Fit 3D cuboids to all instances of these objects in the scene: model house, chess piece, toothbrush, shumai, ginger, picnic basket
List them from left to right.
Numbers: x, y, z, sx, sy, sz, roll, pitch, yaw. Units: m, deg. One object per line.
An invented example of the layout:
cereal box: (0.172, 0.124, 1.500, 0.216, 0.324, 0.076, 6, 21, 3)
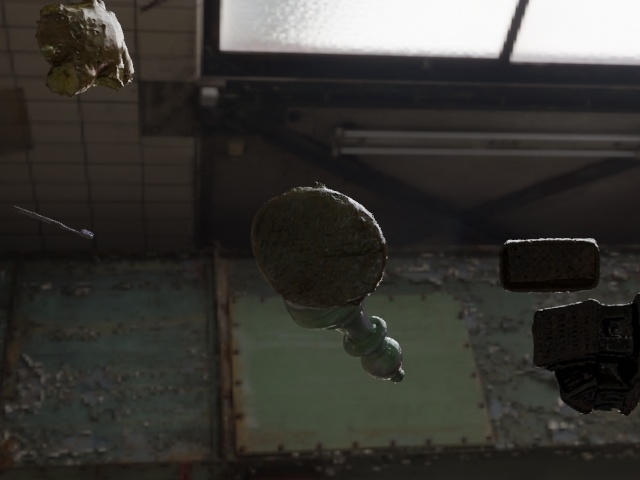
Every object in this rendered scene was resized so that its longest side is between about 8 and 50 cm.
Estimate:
toothbrush: (-0.311, -0.022, 1.076, 0.008, 0.097, 0.006, -84, -161, -51)
ginger: (-0.377, -0.306, 1.461, 0.216, 0.102, 0.157, -34, 119, -62)
shumai: (0.000, 0.000, 1.310, 0.120, 0.201, 0.201, -69, 167, -58)
chess piece: (0.064, 0.142, 1.479, 0.271, 0.139, 0.139, 51, 16, -34)
picnic basket: (0.449, 0.046, 1.821, 0.055, 0.193, 0.110, -42, 129, -68)
model house: (0.375, 0.161, 1.300, 0.106, 0.152, 0.165, 117, -26, -76)
